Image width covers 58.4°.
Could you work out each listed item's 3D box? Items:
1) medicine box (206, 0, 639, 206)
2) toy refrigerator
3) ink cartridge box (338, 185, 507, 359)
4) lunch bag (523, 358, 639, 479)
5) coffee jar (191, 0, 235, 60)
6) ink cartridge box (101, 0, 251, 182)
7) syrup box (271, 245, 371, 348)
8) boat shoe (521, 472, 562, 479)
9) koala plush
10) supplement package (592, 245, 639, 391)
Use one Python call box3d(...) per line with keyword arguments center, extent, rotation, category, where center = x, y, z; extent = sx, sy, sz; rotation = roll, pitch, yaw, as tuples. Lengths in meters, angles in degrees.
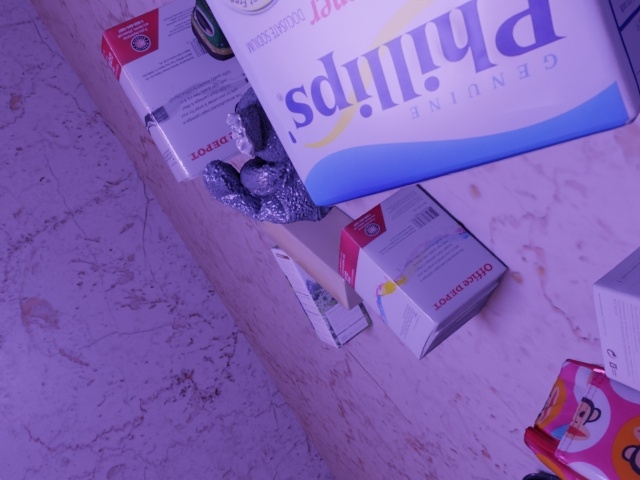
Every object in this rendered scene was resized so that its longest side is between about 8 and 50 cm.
box3d(center=(0.061, -0.201, 0.411), extent=(0.263, 0.149, 0.289), rotation=(-12, 112, 45), category="medicine box")
box3d(center=(0.000, 0.000, 1.035), extent=(0.269, 0.102, 0.094), rotation=(40, 154, 36), category="toy refrigerator")
box3d(center=(0.129, 0.042, 0.767), extent=(0.176, 0.128, 0.127), rotation=(48, 158, 24), category="ink cartridge box")
box3d(center=(0.357, 0.233, 0.504), extent=(0.258, 0.120, 0.293), rotation=(36, 173, -31), category="lunch bag")
box3d(center=(-0.145, -0.356, 0.867), extent=(0.096, 0.079, 0.184), rotation=(54, 159, 1), category="coffee jar")
box3d(center=(-0.227, -0.265, 1.017), extent=(0.273, 0.197, 0.114), rotation=(61, 161, -11), category="ink cartridge box")
box3d(center=(0.002, 0.095, 1.179), extent=(0.237, 0.093, 0.096), rotation=(63, 159, -16), category="syrup box")
box3d(center=(0.366, 0.380, 0.821), extent=(0.076, 0.080, 0.228), rotation=(54, 167, 2), category="boat shoe")
box3d(center=(-0.063, -0.149, 0.862), extent=(0.203, 0.196, 0.221), rotation=(33, 151, 24), category="koala plush")
box3d(center=(0.316, 0.071, 0.422), extent=(0.179, 0.105, 0.105), rotation=(22, 138, 56), category="supplement package")
